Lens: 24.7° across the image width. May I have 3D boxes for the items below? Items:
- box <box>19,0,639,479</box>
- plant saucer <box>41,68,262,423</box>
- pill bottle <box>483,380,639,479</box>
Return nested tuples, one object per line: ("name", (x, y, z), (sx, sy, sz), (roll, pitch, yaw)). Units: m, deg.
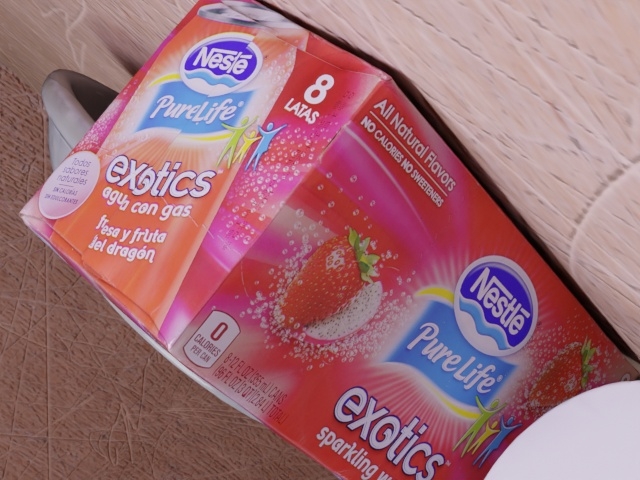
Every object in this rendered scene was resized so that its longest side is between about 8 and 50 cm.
("box", (0.015, 0.027, 0.627), (0.122, 0.128, 0.257), (34, 173, 44))
("plant saucer", (-0.061, 0.036, 1.062), (0.400, 0.100, 0.400), (38, -174, -5))
("pill bottle", (0.189, 0.186, 0.622), (0.278, 0.162, 0.162), (42, 174, -32))
